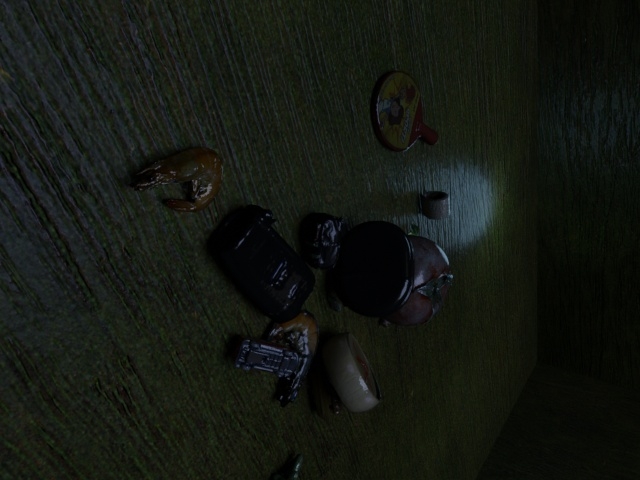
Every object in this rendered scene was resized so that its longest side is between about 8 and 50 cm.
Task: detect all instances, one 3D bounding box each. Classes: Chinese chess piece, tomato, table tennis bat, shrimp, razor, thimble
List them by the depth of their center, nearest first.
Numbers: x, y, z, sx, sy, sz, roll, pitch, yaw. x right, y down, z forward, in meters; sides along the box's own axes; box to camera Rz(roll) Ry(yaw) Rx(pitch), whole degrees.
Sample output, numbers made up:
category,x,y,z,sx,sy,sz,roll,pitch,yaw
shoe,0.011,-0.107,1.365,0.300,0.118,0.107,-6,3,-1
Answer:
category,x,y,z,sx,sy,sz,roll,pitch,yaw
shrimp,-0.301,-0.129,1.067,0.248,0.068,0.150,-14,115,-54
razor,-0.139,0.065,1.273,0.189,0.107,0.327,-57,135,-25
shrimp,-0.095,0.337,1.433,0.222,0.054,0.290,32,70,-51
Chinese chess piece,0.096,0.413,1.549,0.103,0.250,0.250,-28,132,8
tomato,0.302,0.135,1.695,0.316,0.282,0.317,-20,117,-46
table tennis bat,0.306,-0.435,1.757,0.414,0.051,0.268,19,84,-48
thimble,0.456,-0.142,1.954,0.102,0.115,0.090,-39,128,-42

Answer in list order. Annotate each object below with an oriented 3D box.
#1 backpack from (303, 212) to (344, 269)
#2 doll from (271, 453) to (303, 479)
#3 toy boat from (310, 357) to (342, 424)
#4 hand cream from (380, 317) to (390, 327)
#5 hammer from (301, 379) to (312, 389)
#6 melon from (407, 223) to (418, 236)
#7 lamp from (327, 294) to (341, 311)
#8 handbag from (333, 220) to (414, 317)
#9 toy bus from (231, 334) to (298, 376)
category,x,y,z,sx,sy,sz,roll,pitch,yaw
backpack,0.002,0.002,1.433,0.105,0.120,0.165,5,95,-30
doll,-0.104,0.728,1.517,0.150,0.077,0.115,-47,170,-48
toy boat,0.019,0.478,1.576,0.068,0.088,0.226,-78,163,-72
hand cream,0.287,0.242,1.896,0.210,0.043,0.067,-57,159,-27
hammer,-0.048,0.454,1.544,0.019,0.035,0.110,-64,147,-19
melon,0.326,0.055,1.912,0.114,0.053,0.262,32,69,-31
lamp,0.093,0.142,1.625,0.198,0.050,0.056,-51,130,-28
handbag,0.162,0.084,1.529,0.093,0.253,0.308,46,44,-68
toy bus,-0.148,0.303,1.305,0.174,0.077,0.079,20,93,-29
